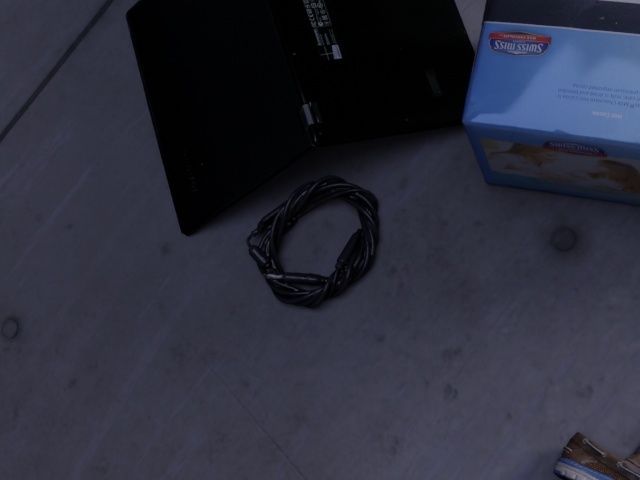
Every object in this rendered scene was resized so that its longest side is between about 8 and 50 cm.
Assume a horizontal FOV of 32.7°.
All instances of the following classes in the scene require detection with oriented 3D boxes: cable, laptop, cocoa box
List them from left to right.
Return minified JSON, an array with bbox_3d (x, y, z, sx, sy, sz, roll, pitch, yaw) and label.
[{"bbox_3d":[-0.030,-0.255,1.538,0.408,0.236,0.381,-11,70,-17],"label":"laptop"},{"bbox_3d":[0.000,0.000,1.438,0.184,0.047,0.150,-33,68,4],"label":"cable"},{"bbox_3d":[0.367,-0.177,1.283,0.347,0.231,0.227,10,78,18],"label":"cocoa box"}]

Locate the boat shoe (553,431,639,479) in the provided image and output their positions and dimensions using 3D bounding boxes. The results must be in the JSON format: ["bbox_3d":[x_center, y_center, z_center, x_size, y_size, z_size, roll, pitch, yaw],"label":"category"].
[{"bbox_3d":[0.363,0.273,1.243,0.183,0.066,0.066,21,80,21],"label":"boat shoe"}]
